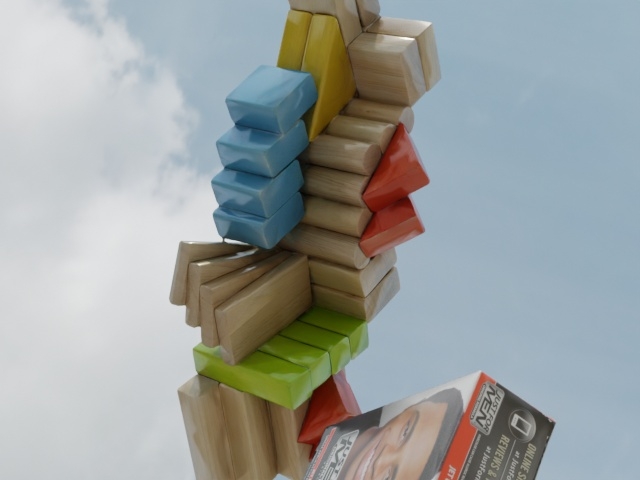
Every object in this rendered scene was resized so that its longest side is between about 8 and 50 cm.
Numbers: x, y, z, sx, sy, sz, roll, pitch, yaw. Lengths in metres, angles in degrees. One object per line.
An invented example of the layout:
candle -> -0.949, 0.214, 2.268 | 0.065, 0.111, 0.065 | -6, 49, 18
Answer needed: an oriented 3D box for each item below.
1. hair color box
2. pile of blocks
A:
hair color box -> 0.035, 0.109, 0.492 | 0.043, 0.072, 0.141 | 35, -31, -13
pile of blocks -> 0.000, 0.000, 0.720 | 0.113, 0.149, 0.362 | 14, -80, 35
